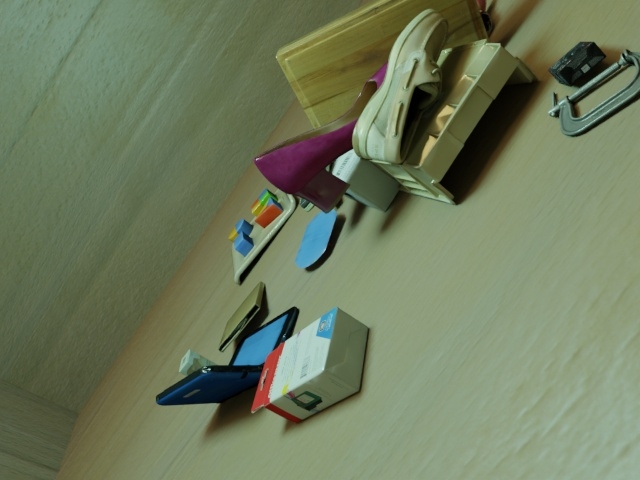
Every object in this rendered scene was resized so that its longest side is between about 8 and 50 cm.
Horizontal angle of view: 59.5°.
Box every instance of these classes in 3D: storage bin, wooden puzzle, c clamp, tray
[{"bbox_3d":[0.230,-0.220,1.048,0.262,0.123,0.260,-56,20,1],"label":"storage bin"},{"bbox_3d":[-0.224,-0.051,1.944,0.347,0.081,0.322,-54,19,8],"label":"wooden puzzle"},{"bbox_3d":[0.391,-0.216,0.799,0.161,0.022,0.137,-35,29,49],"label":"c clamp"},{"bbox_3d":[0.135,-0.399,1.195,0.411,0.202,0.076,-21,30,17],"label":"tray"}]

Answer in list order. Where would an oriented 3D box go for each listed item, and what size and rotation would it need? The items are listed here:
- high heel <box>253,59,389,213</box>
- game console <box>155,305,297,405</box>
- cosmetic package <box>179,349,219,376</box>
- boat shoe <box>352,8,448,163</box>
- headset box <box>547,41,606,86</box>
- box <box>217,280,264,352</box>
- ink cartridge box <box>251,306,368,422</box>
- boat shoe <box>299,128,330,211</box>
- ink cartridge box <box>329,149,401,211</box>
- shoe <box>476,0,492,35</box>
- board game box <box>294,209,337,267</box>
[{"bbox_3d":[0.036,-0.250,1.097,0.377,0.181,0.127,-60,19,-7],"label":"high heel"},{"bbox_3d":[-0.218,0.267,1.303,0.293,0.250,0.173,-37,54,45],"label":"game console"},{"bbox_3d":[-0.309,0.341,1.470,0.041,0.115,0.060,-50,21,16],"label":"cosmetic package"},{"bbox_3d":[0.163,-0.264,0.966,0.098,0.109,0.302,20,74,30],"label":"boat shoe"},{"bbox_3d":[0.386,-0.269,0.850,0.062,0.032,0.083,-42,9,21],"label":"headset box"},{"bbox_3d":[-0.215,0.206,1.547,0.164,0.021,0.201,-51,9,9],"label":"box"},{"bbox_3d":[-0.023,0.233,1.003,0.231,0.078,0.134,-40,25,40],"label":"ink cartridge box"},{"bbox_3d":[-0.019,-0.168,1.299,0.080,0.074,0.223,-35,32,53],"label":"boat shoe"},{"bbox_3d":[0.110,-0.193,1.304,0.196,0.114,0.273,-57,20,1],"label":"ink cartridge box"},{"bbox_3d":[0.362,-0.511,1.287,0.081,0.064,0.177,-10,55,63],"label":"shoe"},{"bbox_3d":[0.000,0.000,1.396,0.133,0.033,0.168,-20,45,52],"label":"board game box"}]
